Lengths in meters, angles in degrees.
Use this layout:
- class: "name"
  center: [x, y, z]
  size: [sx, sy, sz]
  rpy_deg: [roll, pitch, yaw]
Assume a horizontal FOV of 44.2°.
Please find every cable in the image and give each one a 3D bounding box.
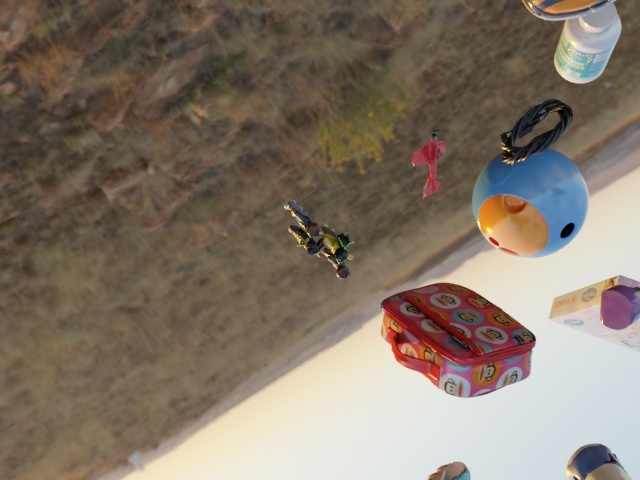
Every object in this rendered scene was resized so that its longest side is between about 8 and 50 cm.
- class: "cable"
  center: [0.477, -0.243, 1.757]
  size: [0.184, 0.047, 0.151]
  rpy_deg: [-27, -152, 38]

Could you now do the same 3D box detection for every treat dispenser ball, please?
- class: "treat dispenser ball"
  center: [0.532, -0.098, 2.010]
  size: [0.288, 0.288, 0.288]
  rpy_deg: [-32, 174, -4]

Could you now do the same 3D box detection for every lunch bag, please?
- class: "lunch bag"
  center: [0.257, 0.200, 1.601]
  size: [0.258, 0.120, 0.293]
  rpy_deg: [-10, -153, -29]

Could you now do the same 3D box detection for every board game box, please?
- class: "board game box"
  center: [0.750, 0.187, 1.840]
  size: [0.319, 0.317, 0.066]
  rpy_deg: [129, -20, -73]

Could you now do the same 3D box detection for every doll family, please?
- class: "doll family"
  center: [0.000, 0.000, 1.429]
  size: [0.076, 0.193, 0.111]
  rpy_deg: [-52, -148, 13]

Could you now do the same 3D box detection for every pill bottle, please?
- class: "pill bottle"
  center: [0.731, -0.551, 2.155]
  size: [0.146, 0.146, 0.264]
  rpy_deg: [-32, 162, -3]

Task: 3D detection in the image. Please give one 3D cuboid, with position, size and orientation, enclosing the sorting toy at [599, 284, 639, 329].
- class: "sorting toy"
  center: [0.607, 0.155, 1.187]
  size: [0.126, 0.365, 0.127]
  rpy_deg: [-19, 127, -42]

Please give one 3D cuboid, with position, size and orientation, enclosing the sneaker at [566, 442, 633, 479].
- class: "sneaker"
  center: [0.585, 0.538, 1.451]
  size: [0.127, 0.315, 0.182]
  rpy_deg: [-39, -166, 8]

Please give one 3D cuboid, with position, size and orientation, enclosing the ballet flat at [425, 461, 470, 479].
- class: "ballet flat"
  center: [0.168, 0.603, 1.534]
  size: [0.147, 0.146, 0.409]
  rpy_deg: [-12, 119, -72]

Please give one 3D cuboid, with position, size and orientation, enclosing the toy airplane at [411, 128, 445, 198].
- class: "toy airplane"
  center: [0.227, -0.154, 1.614]
  size: [0.028, 0.151, 0.151]
  rpy_deg: [16, -157, 30]

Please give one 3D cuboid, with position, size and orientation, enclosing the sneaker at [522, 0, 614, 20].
- class: "sneaker"
  center: [0.383, -0.381, 0.911]
  size: [0.321, 0.125, 0.180]
  rpy_deg: [-32, 179, 4]
